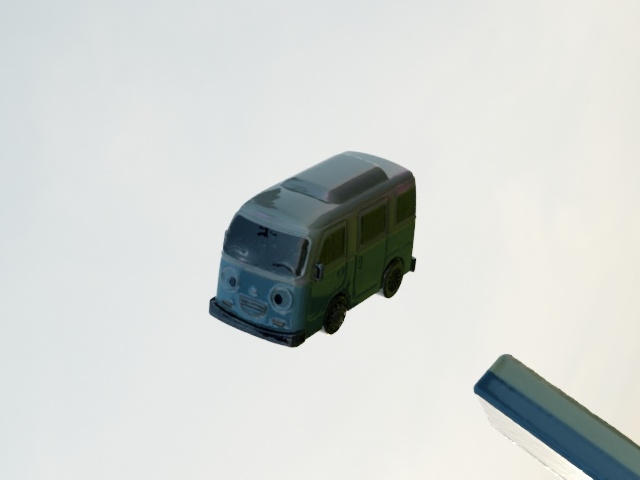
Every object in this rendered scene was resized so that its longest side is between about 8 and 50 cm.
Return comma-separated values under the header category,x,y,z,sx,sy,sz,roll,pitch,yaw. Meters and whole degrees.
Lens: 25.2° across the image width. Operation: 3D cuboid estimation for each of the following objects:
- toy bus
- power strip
category,x,y,z,sx,sy,sz,roll,pitch,yaw
toy bus,0.000,0.000,0.741,0.123,0.060,0.075,-29,-48,-52
power strip,0.142,0.114,0.789,0.032,0.123,0.056,-47,-35,-10
